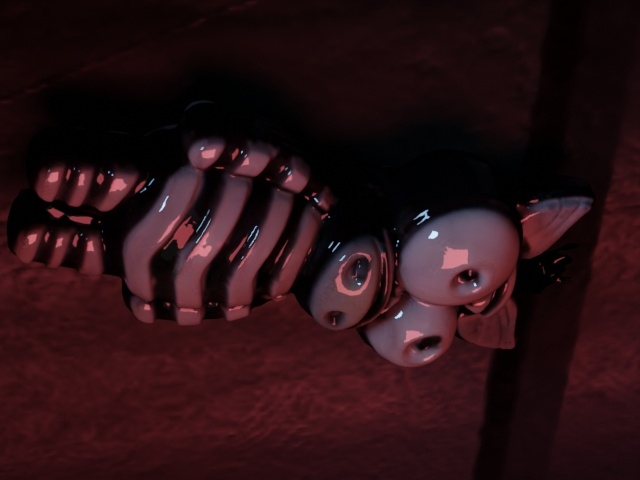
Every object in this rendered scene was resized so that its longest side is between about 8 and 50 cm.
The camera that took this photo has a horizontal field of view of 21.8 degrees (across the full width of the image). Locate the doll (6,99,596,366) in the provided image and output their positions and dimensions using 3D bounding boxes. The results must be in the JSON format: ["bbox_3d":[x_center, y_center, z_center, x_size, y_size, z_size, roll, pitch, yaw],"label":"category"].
[{"bbox_3d":[0.000,0.000,0.598,0.219,0.067,0.091,8,129,-22],"label":"doll"}]
